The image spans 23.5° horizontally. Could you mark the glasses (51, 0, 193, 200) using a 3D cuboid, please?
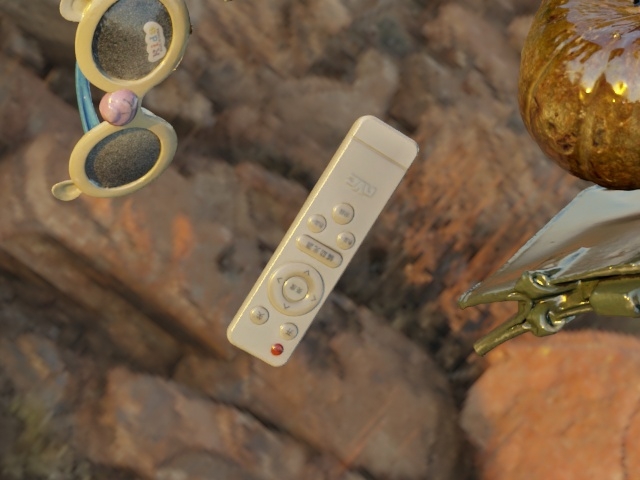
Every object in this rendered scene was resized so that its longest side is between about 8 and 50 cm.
[{"bbox_3d":[-0.139,-0.155,1.129,0.088,0.189,0.220,5,40,-6],"label":"glasses"}]

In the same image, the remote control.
[{"bbox_3d":[0.000,0.000,1.058,0.050,0.184,0.027,30,6,-17],"label":"remote control"}]

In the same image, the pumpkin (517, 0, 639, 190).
[{"bbox_3d":[0.249,-0.137,1.084,0.219,0.219,0.162,-114,-170,-48],"label":"pumpkin"}]

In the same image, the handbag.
[{"bbox_3d":[0.256,0.005,1.090,0.260,0.248,0.079,-26,101,-49],"label":"handbag"}]
